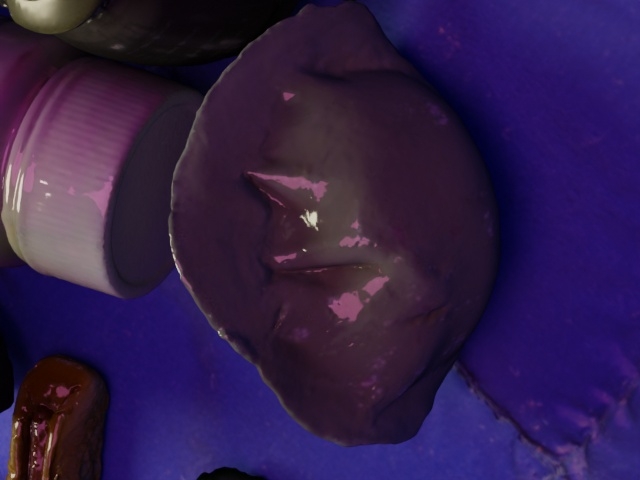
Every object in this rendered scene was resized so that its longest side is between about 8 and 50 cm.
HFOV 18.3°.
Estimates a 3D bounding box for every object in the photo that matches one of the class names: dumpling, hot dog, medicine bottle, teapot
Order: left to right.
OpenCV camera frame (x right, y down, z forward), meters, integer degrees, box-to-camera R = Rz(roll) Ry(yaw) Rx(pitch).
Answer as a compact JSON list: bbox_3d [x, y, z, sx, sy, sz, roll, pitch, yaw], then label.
[{"bbox_3d":[-0.304,-0.097,1.775,0.388,0.219,0.219,17,109,21],"label":"medicine bottle"},{"bbox_3d":[-0.262,0.232,1.915,0.084,0.073,0.242,16,108,27],"label":"hot dog"},{"bbox_3d":[-0.127,-0.255,1.619,0.321,0.239,0.239,-2,102,36],"label":"teapot"},{"bbox_3d":[0.016,0.002,1.662,0.270,0.212,0.321,-31,74,-7],"label":"dumpling"}]

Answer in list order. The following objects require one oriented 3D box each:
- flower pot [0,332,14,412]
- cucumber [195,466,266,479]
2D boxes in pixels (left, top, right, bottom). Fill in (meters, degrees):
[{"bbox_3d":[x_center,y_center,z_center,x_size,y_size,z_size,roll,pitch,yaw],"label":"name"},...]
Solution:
[{"bbox_3d":[-0.460,0.141,1.871,0.379,0.251,0.379,12,109,37],"label":"flower pot"},{"bbox_3d":[-0.083,0.279,1.846,0.116,0.062,0.115,36,117,6],"label":"cucumber"}]
